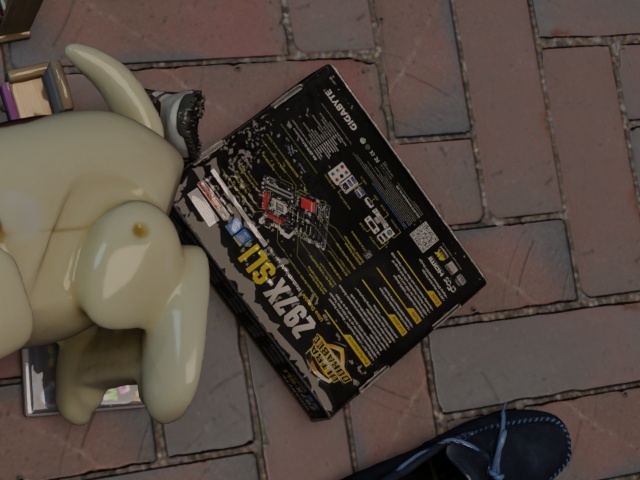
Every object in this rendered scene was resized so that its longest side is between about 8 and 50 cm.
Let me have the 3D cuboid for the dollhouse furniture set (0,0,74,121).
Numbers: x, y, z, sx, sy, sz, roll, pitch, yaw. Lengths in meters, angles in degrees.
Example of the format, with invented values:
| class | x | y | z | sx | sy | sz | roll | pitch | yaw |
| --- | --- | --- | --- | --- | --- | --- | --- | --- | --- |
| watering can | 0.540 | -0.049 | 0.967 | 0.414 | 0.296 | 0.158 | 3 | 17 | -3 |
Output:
| class | x | y | z | sx | sy | sz | roll | pitch | yaw |
| --- | --- | --- | --- | --- | --- | --- | --- | --- | --- |
| dollhouse furniture set | -0.425 | -0.219 | 1.275 | 0.303 | 0.198 | 0.286 | -15 | 87 | -22 |

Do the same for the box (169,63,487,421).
| class | x | y | z | sx | sy | sz | roll | pitch | yaw |
| --- | --- | --- | --- | --- | --- | --- | --- | --- | --- |
| box | 0.000 | 0.000 | 1.464 | 0.257 | 0.079 | 0.322 | -39 | 96 | -20 |

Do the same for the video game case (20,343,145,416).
| class | x | y | z | sx | sy | sz | roll | pitch | yaw |
| --- | --- | --- | --- | --- | --- | --- | --- | --- | --- |
| video game case | -0.236 | 0.088 | 1.389 | 0.173 | 0.022 | 0.190 | -2 | 82 | -21 |

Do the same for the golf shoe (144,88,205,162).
| class | x | y | z | sx | sy | sz | roll | pitch | yaw |
| --- | --- | --- | --- | --- | --- | --- | --- | --- | --- |
| golf shoe | -0.171 | -0.123 | 1.359 | 0.094 | 0.198 | 0.077 | 6 | 91 | -11 |

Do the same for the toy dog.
| class | x | y | z | sx | sy | sz | roll | pitch | yaw |
| --- | --- | --- | --- | --- | --- | --- | --- | --- | --- |
| toy dog | -0.322 | -0.020 | 1.145 | 0.408 | 0.284 | 0.395 | 15 | 84 | -33 |

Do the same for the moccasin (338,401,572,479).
| class | x | y | z | sx | sy | sz | roll | pitch | yaw |
| --- | --- | --- | --- | --- | --- | --- | --- | --- | --- |
| moccasin | 0.151 | 0.287 | 1.450 | 0.342 | 0.117 | 0.137 | -22 | 90 | -22 |
